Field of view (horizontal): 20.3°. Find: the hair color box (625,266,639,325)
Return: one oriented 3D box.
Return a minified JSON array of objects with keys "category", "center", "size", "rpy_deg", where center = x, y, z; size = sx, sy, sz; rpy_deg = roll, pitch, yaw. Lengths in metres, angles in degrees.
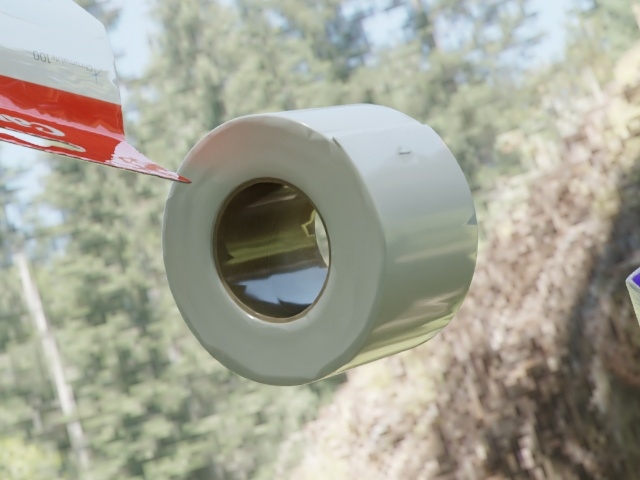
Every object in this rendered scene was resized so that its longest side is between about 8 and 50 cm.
[{"category":"hair color box","center":[0.331,0.140,1.022],"size":[0.110,0.339,0.185],"rpy_deg":[-35,-41,-6]}]

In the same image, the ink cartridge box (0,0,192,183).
[{"category":"ink cartridge box","center":[-0.312,-0.180,1.594],"size":[0.308,0.385,0.091],"rpy_deg":[13,-76,-39]}]

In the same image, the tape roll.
[{"category":"tape roll","center":[0.000,0.000,1.635],"size":[0.246,0.246,0.169],"rpy_deg":[-32,-12,32]}]
